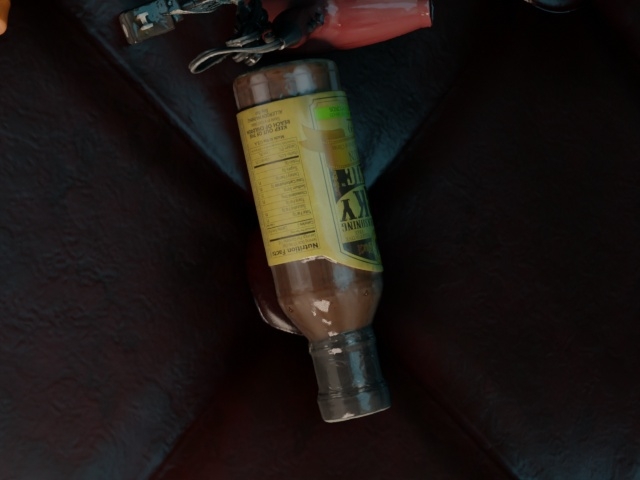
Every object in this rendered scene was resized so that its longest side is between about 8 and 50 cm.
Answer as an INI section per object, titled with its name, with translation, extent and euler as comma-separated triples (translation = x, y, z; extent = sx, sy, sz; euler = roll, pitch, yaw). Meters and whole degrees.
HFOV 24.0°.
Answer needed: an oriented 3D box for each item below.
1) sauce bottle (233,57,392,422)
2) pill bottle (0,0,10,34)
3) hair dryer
[sauce bottle]
translation = 0.000, 0.000, 1.455
extent = 0.111, 0.111, 0.344
euler = -13, 92, -32
[pill bottle]
translation = -0.301, -0.301, 1.298
extent = 0.130, 0.130, 0.245
euler = 11, 77, -30
[hair dryer]
translation = -0.022, -0.192, 1.408
extent = 0.294, 0.224, 0.080
euler = -18, 118, -27
